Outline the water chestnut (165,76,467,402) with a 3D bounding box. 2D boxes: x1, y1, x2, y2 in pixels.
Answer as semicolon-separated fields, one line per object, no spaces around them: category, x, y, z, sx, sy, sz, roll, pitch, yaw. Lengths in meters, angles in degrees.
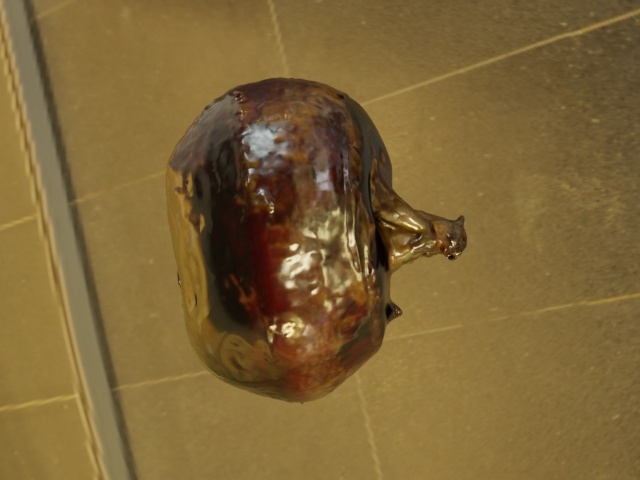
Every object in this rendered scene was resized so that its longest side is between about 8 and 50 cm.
water chestnut;0.000;0.000;1.102;0.302;0.350;0.350;-6;92;6
